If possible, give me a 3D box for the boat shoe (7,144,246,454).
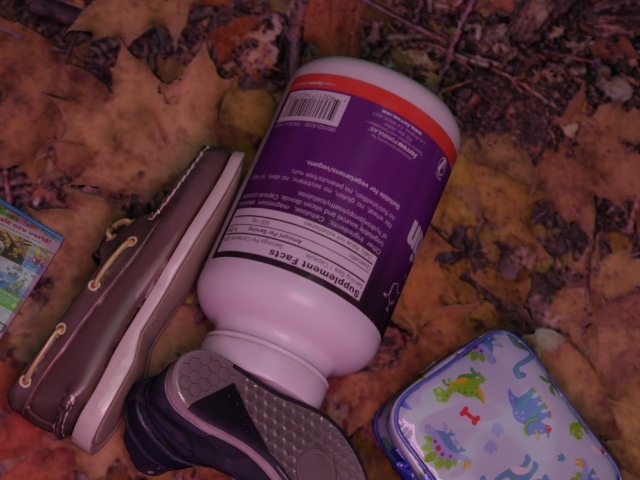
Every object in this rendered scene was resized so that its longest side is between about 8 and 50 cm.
[{"bbox_3d":[-0.174,0.038,1.656,0.096,0.116,0.324,25,72,8],"label":"boat shoe"}]

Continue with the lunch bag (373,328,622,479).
[{"bbox_3d":[0.166,0.210,1.702,0.176,0.090,0.219,-35,85,-21],"label":"lunch bag"}]

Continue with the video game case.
[{"bbox_3d":[-0.334,0.035,1.669,0.119,0.015,0.166,31,69,-3],"label":"video game case"}]

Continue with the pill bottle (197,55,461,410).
[{"bbox_3d":[0.000,0.000,1.674,0.181,0.181,0.323,25,70,-6],"label":"pill bottle"}]

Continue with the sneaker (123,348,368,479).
[{"bbox_3d":[-0.075,0.191,1.611,0.226,0.163,0.086,39,55,-15],"label":"sneaker"}]
